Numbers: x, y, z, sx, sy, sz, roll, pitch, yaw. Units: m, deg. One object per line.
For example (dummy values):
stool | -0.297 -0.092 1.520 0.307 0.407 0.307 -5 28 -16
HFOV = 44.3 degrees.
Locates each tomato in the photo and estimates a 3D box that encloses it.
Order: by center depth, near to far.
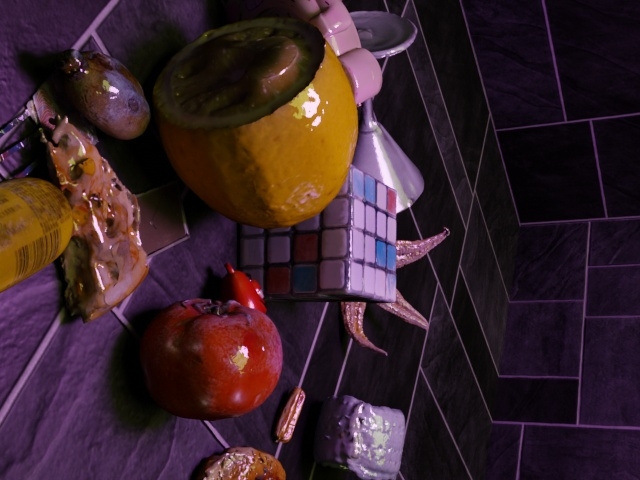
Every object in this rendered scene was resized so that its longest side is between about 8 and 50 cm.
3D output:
tomato | -0.174 0.198 1.281 0.232 0.232 0.188 -15 116 -64

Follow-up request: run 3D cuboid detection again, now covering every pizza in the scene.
pizza | -0.327 -0.041 1.149 0.189 0.071 0.297 -35 118 -61

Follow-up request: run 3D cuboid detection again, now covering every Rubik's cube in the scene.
Rubik's cube | 0.000 0.000 1.618 0.256 0.253 0.259 14 73 -63

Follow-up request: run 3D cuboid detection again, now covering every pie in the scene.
pie | -0.138 0.528 1.456 0.308 0.085 0.308 -2 90 -65

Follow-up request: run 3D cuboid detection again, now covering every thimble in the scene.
thimble | 0.088 0.456 1.800 0.250 0.205 0.172 63 36 -70

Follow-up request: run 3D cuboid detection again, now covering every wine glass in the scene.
wine glass | 0.104 -0.282 1.750 0.267 0.267 0.406 -63 157 -47

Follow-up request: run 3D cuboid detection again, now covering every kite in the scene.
kite | -0.388 -0.150 1.106 0.127 0.016 0.229 67 31 -28

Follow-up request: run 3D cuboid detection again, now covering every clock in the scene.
clock | -0.046 -0.368 1.517 0.114 0.284 0.309 -33 98 -41

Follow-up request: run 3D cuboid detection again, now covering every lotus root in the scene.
lotus root | -0.321 -0.220 1.156 0.192 0.088 0.113 39 28 -63

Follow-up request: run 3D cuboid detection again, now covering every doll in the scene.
doll | -0.141 0.147 1.475 0.183 0.085 0.217 153 -75 -78

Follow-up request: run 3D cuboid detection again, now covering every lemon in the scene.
lemon | -0.096 -0.181 1.356 0.364 0.364 0.364 -4 90 -64

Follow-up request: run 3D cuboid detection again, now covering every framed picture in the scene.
framed picture | -0.275 -0.036 1.330 0.149 0.011 0.109 -35 118 -61

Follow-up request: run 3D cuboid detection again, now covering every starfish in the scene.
starfish | 0.154 0.086 1.992 0.384 0.132 0.398 3 87 -27

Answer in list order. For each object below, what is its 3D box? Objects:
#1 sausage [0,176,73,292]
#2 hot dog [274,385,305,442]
sausage | -0.411 0.013 0.909 0.347 0.123 0.123 -41 124 -59
hot dog | -0.070 0.371 1.679 0.056 0.041 0.133 58 45 -44
